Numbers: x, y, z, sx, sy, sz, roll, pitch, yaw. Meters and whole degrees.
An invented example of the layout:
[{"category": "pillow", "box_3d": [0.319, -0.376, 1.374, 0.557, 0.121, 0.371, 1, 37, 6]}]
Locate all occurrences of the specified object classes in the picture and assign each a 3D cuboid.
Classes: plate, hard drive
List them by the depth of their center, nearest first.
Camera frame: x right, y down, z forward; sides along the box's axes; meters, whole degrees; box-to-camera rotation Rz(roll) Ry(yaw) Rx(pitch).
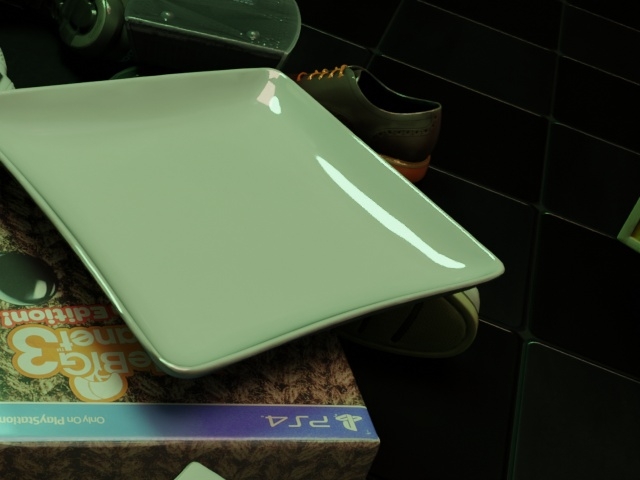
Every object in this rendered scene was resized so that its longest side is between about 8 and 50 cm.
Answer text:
[{"category": "plate", "box_3d": [-0.061, -0.022, 0.706, 0.278, 0.045, 0.277, -13, 46, -40]}, {"category": "hard drive", "box_3d": [-0.108, -0.220, 1.081, 0.172, 0.054, 0.255, 12, 23, -5]}]

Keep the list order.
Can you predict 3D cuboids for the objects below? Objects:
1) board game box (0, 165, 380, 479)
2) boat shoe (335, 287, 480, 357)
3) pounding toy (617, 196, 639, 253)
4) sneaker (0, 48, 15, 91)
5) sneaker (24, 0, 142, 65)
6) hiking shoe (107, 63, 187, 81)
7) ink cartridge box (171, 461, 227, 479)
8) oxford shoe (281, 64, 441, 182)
[{"category": "board game box", "box_3d": [-0.126, 0.074, 0.705, 0.232, 0.141, 0.291, 4, 36, -23]}, {"category": "boat shoe", "box_3d": [0.000, 0.000, 0.904, 0.302, 0.113, 0.103, 23, 38, 5]}, {"category": "pounding toy", "box_3d": [0.449, -0.043, 1.115, 0.181, 0.206, 0.094, 36, 37, 22]}, {"category": "sneaker", "box_3d": [-0.375, -0.160, 0.944, 0.153, 0.101, 0.268, -1, 41, -33]}, {"category": "sneaker", "box_3d": [-0.263, -0.273, 1.199, 0.106, 0.101, 0.267, 17, 28, -44]}, {"category": "hiking shoe", "box_3d": [-0.105, -0.106, 1.023, 0.226, 0.086, 0.114, 14, 30, -10]}, {"category": "ink cartridge box", "box_3d": [0.041, 0.259, 0.507, 0.332, 0.165, 0.065, 30, 33, 14]}, {"category": "oxford shoe", "box_3d": [0.002, -0.158, 1.142, 0.271, 0.098, 0.097, 20, 34, 0]}]
